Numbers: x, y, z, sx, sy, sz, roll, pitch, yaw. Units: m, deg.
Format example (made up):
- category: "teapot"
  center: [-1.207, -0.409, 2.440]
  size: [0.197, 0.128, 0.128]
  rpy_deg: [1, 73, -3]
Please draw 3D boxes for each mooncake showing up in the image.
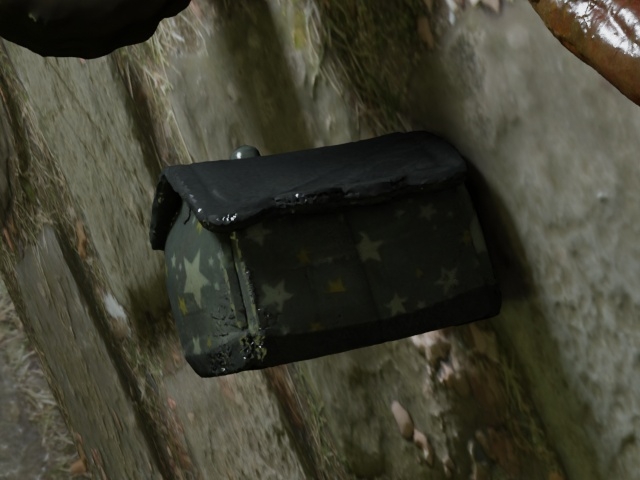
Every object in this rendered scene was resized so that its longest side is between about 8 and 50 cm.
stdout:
- category: "mooncake"
  center: [-0.200, -0.261, 1.628]
  size: [0.228, 0.228, 0.124]
  rpy_deg: [65, 164, 7]

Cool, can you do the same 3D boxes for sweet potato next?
- category: "sweet potato"
  center: [0.182, -0.104, 1.039]
  size: [0.255, 0.058, 0.078]
  rpy_deg: [31, 119, 54]

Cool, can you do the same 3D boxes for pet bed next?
- category: "pet bed"
  center: [0.000, 0.000, 1.407]
  size: [0.183, 0.211, 0.159]
  rpy_deg: [160, 97, -72]
